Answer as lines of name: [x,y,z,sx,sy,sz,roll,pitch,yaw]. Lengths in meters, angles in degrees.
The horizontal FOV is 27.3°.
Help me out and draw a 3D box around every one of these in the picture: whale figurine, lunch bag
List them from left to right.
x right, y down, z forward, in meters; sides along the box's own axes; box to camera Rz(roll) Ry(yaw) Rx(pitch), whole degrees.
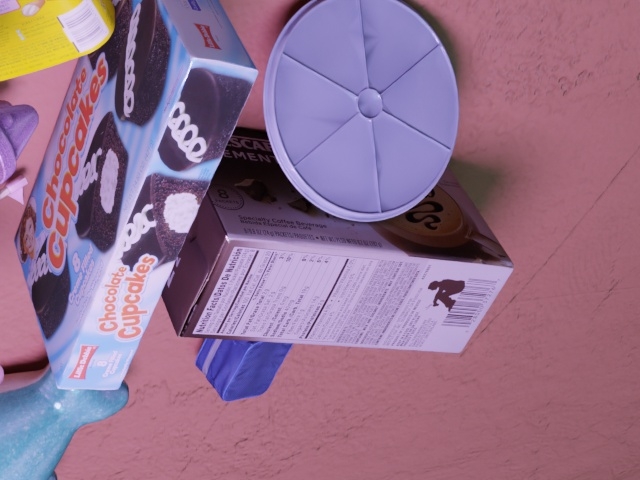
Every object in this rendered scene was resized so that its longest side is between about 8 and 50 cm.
whale figurine: [-0.309,0.209,1.255,0.272,0.141,0.216,-30,137,1]
lunch bag: [-0.081,0.112,1.336,0.067,0.065,0.098,-3,132,-45]

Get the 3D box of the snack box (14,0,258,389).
snack box: [-0.158,-0.059,1.046,0.060,0.187,0.322,6,127,-31]

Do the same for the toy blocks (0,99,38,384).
toy blocks: [-0.336,-0.058,0.970,0.260,0.309,0.288,-41,159,-32]

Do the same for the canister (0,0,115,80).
canister: [-0.235,-0.201,0.944,0.126,0.073,0.170,-15,140,9]

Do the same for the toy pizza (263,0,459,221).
toy pizza: [0.034,-0.117,1.137,0.201,0.032,0.201,0,90,-31]

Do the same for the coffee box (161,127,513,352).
coffee box: [0.000,0.000,1.196,0.297,0.168,0.119,6,127,-30]
